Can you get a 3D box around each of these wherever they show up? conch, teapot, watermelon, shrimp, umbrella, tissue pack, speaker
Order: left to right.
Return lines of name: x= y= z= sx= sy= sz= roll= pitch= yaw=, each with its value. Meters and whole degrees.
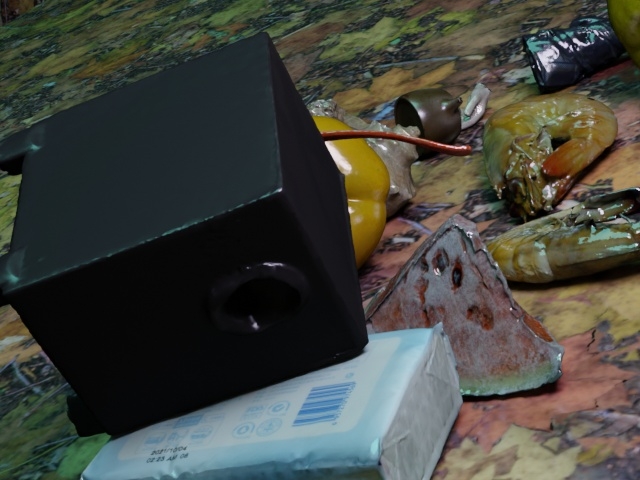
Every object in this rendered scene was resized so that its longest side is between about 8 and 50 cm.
speaker: x=-0.114 y=0.000 z=1.090 sx=0.253 sy=0.184 sz=0.232 roll=-20 pitch=38 yaw=10
tissue pack: x=-0.034 y=0.155 z=1.061 sx=0.263 sy=0.089 sz=0.177 roll=-13 pitch=23 yaw=28
conch: x=0.002 y=-0.066 z=1.514 sx=0.245 sy=0.163 sz=0.178 roll=-33 pitch=-17 yaw=12
teapot: x=0.131 y=-0.140 z=1.611 sx=0.068 sy=0.076 sz=0.121 roll=-19 pitch=-10 yaw=-20
watermelon: x=0.121 y=0.048 z=1.111 sx=0.187 sy=0.139 sz=0.071 roll=11 pitch=14 yaw=29
shrimp: x=0.233 y=-0.090 z=1.414 sx=0.145 sy=0.061 sz=0.267 roll=-4 pitch=24 yaw=17
shrimp: x=0.249 y=-0.011 z=1.233 sx=0.217 sy=0.051 sz=0.150 roll=-8 pitch=18 yaw=39
umbrella: x=0.356 y=-0.242 z=1.643 sx=0.224 sy=0.080 sz=0.071 roll=-16 pitch=-12 yaw=6

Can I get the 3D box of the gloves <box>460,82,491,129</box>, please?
gloves: x=0.183 y=-0.163 z=1.647 sx=0.081 sy=0.037 sz=0.044 roll=-43 pitch=-10 yaw=-11

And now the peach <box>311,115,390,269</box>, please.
peach: x=-0.012 y=-0.037 z=1.374 sx=0.179 sy=0.179 sz=0.103 roll=-10 pitch=1 yaw=28

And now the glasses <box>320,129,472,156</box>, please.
glasses: x=0.000 y=0.000 z=1.226 sx=0.268 sy=0.118 sz=0.234 roll=-12 pitch=65 yaw=27

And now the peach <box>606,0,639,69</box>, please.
peach: x=0.419 y=-0.259 z=1.435 sx=0.231 sy=0.231 sz=0.231 roll=-19 pitch=22 yaw=8
